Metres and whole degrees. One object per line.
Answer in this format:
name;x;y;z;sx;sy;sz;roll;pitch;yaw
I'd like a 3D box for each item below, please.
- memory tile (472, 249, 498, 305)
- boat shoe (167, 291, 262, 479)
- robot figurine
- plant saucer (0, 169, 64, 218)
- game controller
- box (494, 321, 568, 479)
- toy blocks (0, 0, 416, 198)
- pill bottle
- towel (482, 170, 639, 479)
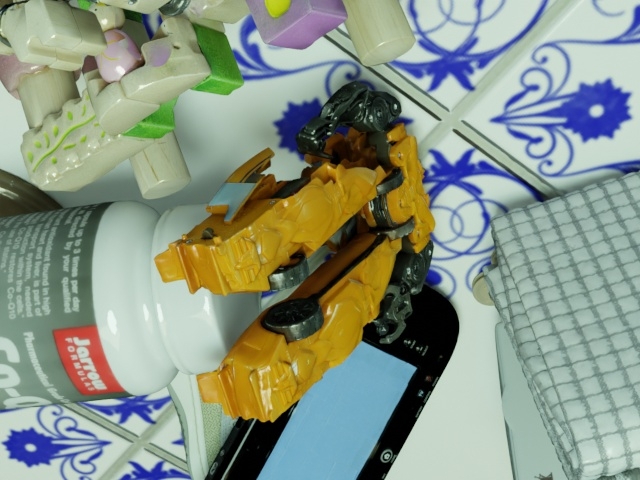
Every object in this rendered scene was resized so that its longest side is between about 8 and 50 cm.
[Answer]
memory tile;0.227;0.036;0.999;0.148;0.012;0.113;19;123;-12
boat shoe;-0.075;0.166;1.040;0.103;0.118;0.320;-6;118;12
robot figurine;0.000;0.000;0.837;0.085;0.291;0.211;0;116;33
plant saucer;-0.343;0.049;1.013;0.277;0.041;0.278;1;124;1
game controller;0.006;0.173;0.986;0.166;0.067;0.319;29;90;-22
box;0.260;0.168;0.974;0.182;0.181;0.119;-8;144;8
toy blocks;-0.141;-0.202;0.709;0.288;0.309;0.260;-27;78;28
pill bottle;-0.205;0.054;0.879;0.283;0.161;0.161;-7;124;12
towel;0.271;0.069;0.852;0.235;0.284;0.121;-19;128;4
